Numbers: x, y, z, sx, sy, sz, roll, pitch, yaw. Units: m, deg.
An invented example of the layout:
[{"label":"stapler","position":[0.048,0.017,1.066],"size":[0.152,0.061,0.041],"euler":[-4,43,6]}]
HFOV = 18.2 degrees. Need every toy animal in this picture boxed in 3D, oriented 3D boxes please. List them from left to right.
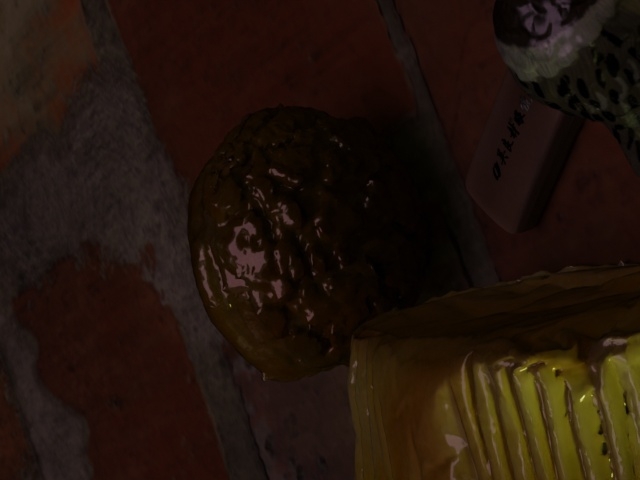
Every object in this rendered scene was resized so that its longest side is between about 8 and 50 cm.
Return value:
[{"label":"toy animal","position":[0.129,-0.088,0.959],"size":[0.098,0.098,0.137],"euler":[18,118,52]}]

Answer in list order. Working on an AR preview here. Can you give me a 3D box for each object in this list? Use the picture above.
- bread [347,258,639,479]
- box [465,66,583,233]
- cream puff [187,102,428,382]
[{"label":"bread","position":[0.122,0.088,0.966],"size":[0.250,0.179,0.133],"euler":[-4,104,56]},{"label":"box","position":[0.110,-0.057,1.062],"size":[0.048,0.025,0.115],"euler":[53,142,32]},{"label":"cream puff","position":[0.000,0.000,1.150],"size":[0.115,0.150,0.165],"euler":[-11,132,41]}]
